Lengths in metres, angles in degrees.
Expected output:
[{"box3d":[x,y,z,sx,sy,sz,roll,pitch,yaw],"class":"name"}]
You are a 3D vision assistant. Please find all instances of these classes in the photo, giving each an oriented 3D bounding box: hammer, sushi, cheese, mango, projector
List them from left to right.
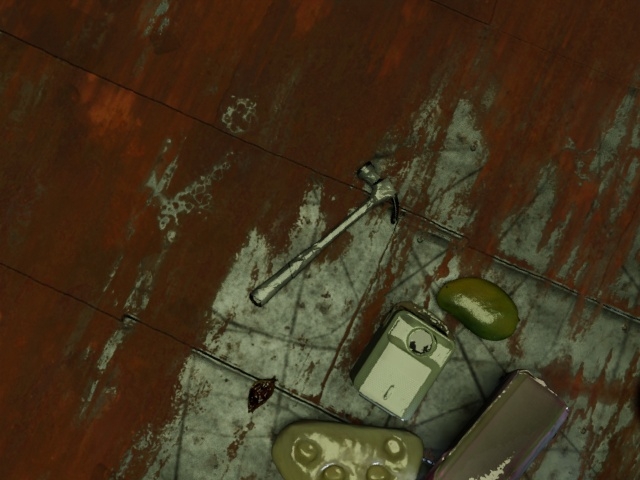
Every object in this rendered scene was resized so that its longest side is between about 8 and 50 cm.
[{"box3d":[-0.139,0.350,1.792,0.050,0.047,0.099,31,85,5],"class":"sushi"},{"box3d":[0.000,0.000,1.822,0.427,0.044,0.152,-38,88,-2],"class":"hammer"},{"box3d":[0.033,0.562,1.738,0.328,0.129,0.351,16,84,-2],"class":"cheese"},{"box3d":[0.183,0.259,1.737,0.163,0.177,0.242,35,86,0],"class":"projector"},{"box3d":[0.367,0.149,1.791,0.191,0.085,0.122,38,90,1],"class":"mango"}]

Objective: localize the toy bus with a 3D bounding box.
[{"box3d":[0.363,0.454,1.684,0.171,0.162,0.386,37,75,23],"class":"toy bus"}]
